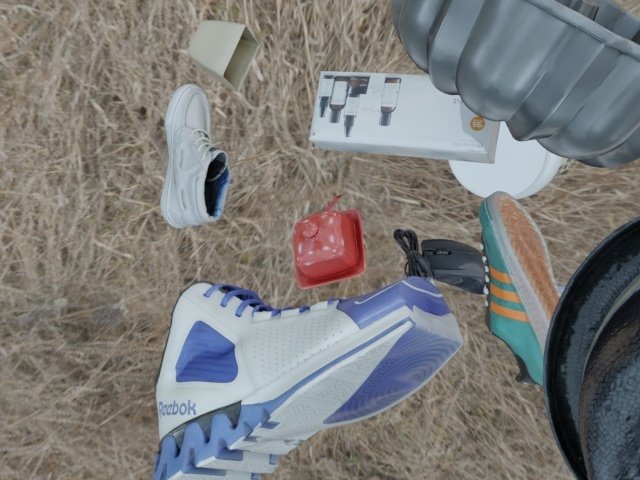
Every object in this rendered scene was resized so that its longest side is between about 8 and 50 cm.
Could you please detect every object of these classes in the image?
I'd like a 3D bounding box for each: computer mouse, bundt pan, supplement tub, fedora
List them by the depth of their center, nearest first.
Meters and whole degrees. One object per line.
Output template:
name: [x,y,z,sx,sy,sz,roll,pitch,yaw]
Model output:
fedora: [0.289,0.139,0.531,0.334,0.152,0.334,14,111,39]
bundt pan: [0.212,-0.186,0.691,0.330,0.331,0.124,26,120,-4]
supplement tub: [0.423,-0.218,1.536,0.235,0.325,0.235,10,110,28]
computer mouse: [0.308,0.052,1.638,0.272,0.188,0.072,14,130,-30]

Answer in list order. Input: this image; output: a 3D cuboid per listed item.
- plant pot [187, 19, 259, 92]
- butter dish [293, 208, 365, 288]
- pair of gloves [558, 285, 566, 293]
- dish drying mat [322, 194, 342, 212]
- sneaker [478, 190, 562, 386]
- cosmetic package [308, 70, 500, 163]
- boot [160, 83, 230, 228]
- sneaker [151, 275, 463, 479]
plant pot: [-0.194,-0.369,1.385,0.096,0.109,0.109,24,89,11]
butter dish: [0.000,0.000,1.462,0.159,0.118,0.160,-15,60,19]
pair of gloves: [0.464,0.161,1.316,0.023,0.198,0.159,9,140,-20]
dish drying mat: [0.017,-0.075,1.652,0.008,0.032,0.083,45,116,4]
sneaker: [0.291,0.079,1.082,0.121,0.108,0.302,-29,75,44]
cosmetic package: [0.109,-0.161,0.920,0.239,0.060,0.099,7,87,24]
boot: [-0.201,-0.150,1.222,0.123,0.095,0.258,-3,82,41]
sneaker: [-0.050,0.095,0.644,0.315,0.127,0.182,-35,55,19]
